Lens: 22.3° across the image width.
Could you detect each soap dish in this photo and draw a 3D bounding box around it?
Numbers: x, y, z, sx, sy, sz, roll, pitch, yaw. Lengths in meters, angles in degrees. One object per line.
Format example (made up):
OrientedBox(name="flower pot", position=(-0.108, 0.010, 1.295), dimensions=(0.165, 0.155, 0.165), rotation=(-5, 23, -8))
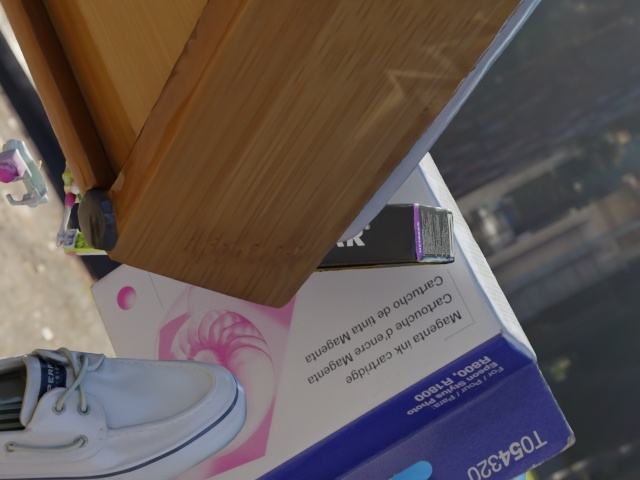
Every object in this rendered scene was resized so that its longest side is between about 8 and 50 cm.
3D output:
OrientedBox(name="soap dish", position=(-0.049, -0.148, 0.607), dimensions=(0.291, 0.118, 0.229), rotation=(64, -35, 21))

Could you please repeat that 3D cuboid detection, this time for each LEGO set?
OrientedBox(name="LEGO set", position=(-0.178, -0.064, 1.570), dimensions=(0.132, 0.287, 0.107), rotation=(51, 33, -37))

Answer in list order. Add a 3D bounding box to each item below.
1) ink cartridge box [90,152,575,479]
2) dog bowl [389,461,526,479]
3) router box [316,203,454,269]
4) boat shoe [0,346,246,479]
OrientedBox(name="ink cartridge box", position=(-0.004, 0.097, 1.344), dimensions=(0.071, 0.324, 0.330), rotation=(23, 37, -60))
OrientedBox(name="dog bowl", position=(0.103, 0.232, 1.425), dimensions=(0.074, 0.165, 0.297), rotation=(-171, -99, -70))
OrientedBox(name="router box", position=(0.000, 0.000, 1.213), dimensions=(0.133, 0.178, 0.046), rotation=(5, 82, -74))
OrientedBox(name="boat shoe", position=(-0.155, 0.101, 0.932), dimensions=(0.083, 0.226, 0.076), rotation=(-112, -168, -47))
